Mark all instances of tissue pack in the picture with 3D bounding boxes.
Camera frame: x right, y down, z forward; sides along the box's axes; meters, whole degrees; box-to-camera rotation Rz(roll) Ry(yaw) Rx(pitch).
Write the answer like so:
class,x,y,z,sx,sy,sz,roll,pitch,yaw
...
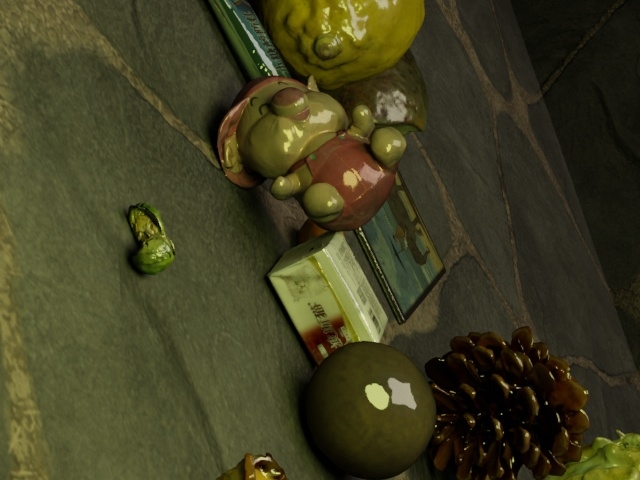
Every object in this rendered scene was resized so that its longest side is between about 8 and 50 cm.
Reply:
class,x,y,z,sx,sy,sz,roll,pitch,yaw
tissue pack,0.011,0.076,1.801,0.149,0.099,0.106,62,17,-10

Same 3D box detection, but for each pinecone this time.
class,x,y,z,sx,sy,sz,roll,pitch,yaw
pinecone,0.253,0.247,2.021,0.264,0.264,0.264,51,25,-34

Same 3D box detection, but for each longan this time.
class,x,y,z,sx,sy,sz,roll,pitch,yaw
longan,0.063,0.212,1.706,0.187,0.167,0.167,83,-4,-58

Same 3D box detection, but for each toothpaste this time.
class,x,y,z,sx,sy,sz,roll,pitch,yaw
toothpaste,-0.075,-0.239,2.001,0.392,0.061,0.099,62,22,-5

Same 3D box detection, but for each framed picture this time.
class,x,y,z,sx,sy,sz,roll,pitch,yaw
framed picture,0.120,-0.021,2.310,0.265,0.016,0.347,65,21,-4

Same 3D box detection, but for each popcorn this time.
class,x,y,z,sx,sy,sz,roll,pitch,yaw
popcorn,0.451,0.468,2.190,0.312,0.312,0.312,51,25,-34

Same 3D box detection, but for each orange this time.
class,x,y,z,sx,sy,sz,roll,pitch,yaw
orange,0.000,0.000,1.919,0.086,0.062,0.086,-8,90,-76

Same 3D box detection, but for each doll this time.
class,x,y,z,sx,sy,sz,roll,pitch,yaw
doll,-0.022,-0.124,1.804,0.196,0.152,0.256,-17,47,-43

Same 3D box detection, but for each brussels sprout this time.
class,x,y,z,sx,sy,sz,roll,pitch,yaw
brussels sprout,-0.182,-0.002,1.487,0.051,0.046,0.083,50,24,-52

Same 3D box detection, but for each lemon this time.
class,x,y,z,sx,sy,sz,roll,pitch,yaw
lemon,0.031,-0.370,2.119,0.285,0.285,0.316,41,11,-49

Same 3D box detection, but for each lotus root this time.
class,x,y,z,sx,sy,sz,roll,pitch,yaw
lotus root,0.080,-0.295,2.338,0.210,0.142,0.314,39,32,-49

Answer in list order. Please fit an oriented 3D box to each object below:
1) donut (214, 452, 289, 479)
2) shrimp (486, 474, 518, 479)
class,x,y,z,sx,sy,sz,roll,pitch,yaw
donut,-0.026,0.345,1.405,0.259,0.101,0.152,51,25,-37
shrimp,0.263,0.310,2.233,0.178,0.075,0.289,51,38,-29
